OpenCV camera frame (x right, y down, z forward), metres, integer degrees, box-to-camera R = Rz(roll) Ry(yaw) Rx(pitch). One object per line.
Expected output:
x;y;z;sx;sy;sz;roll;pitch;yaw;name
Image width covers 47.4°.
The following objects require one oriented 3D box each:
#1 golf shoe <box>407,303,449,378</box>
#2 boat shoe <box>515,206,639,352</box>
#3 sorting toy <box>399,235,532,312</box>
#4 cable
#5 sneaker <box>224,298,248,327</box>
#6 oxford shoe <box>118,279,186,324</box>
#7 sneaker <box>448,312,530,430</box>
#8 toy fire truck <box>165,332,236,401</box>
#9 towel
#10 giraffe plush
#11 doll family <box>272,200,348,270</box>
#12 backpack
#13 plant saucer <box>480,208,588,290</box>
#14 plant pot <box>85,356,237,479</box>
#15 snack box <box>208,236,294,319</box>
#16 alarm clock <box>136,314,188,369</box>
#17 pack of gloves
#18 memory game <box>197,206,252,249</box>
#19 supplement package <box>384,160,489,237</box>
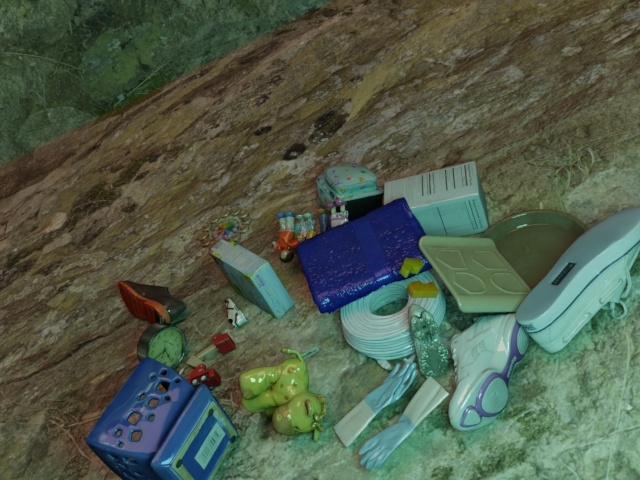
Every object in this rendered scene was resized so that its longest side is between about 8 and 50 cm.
0.229;0.214;1.580;0.069;0.176;0.086;-16;25;-4;golf shoe
0.582;0.096;1.527;0.367;0.156;0.136;-44;17;-13;boat shoe
0.303;0.076;1.604;0.307;0.041;0.229;2;39;-24;sorting toy
0.166;0.163;1.730;0.257;0.089;0.257;-45;42;-21;cable
-0.239;0.195;1.968;0.044;0.040;0.109;-38;39;-10;sneaker
-0.492;0.173;2.116;0.098;0.097;0.271;-29;38;-35;oxford shoe
0.325;0.271;1.520;0.152;0.114;0.305;1;38;40;sneaker
-0.306;0.326;1.854;0.192;0.047;0.135;-24;38;5;toy fire truck
0.109;0.040;1.758;0.308;0.076;0.227;-23;47;2;towel
-0.060;0.355;1.595;0.210;0.181;0.170;-39;49;12;giraffe plush
0.000;0.000;1.973;0.263;0.118;0.163;-11;75;31;doll family
0.073;-0.141;2.072;0.166;0.144;0.188;-17;28;-21;backpack
0.500;0.034;1.722;0.278;0.041;0.278;-16;41;14;plant saucer
-0.329;0.430;1.613;0.212;0.236;0.236;11;52;29;plant pot
-0.185;0.099;1.936;0.070;0.174;0.207;-45;41;-19;snack box
-0.424;0.297;1.899;0.064;0.129;0.192;8;71;38;alarm clock
0.152;0.368;1.524;0.232;0.046;0.195;-45;23;-3;pack of gloves
-0.301;-0.039;2.287;0.186;0.012;0.186;-16;40;14;memory game
0.301;-0.089;1.896;0.244;0.139;0.134;-12;42;17;supplement package
